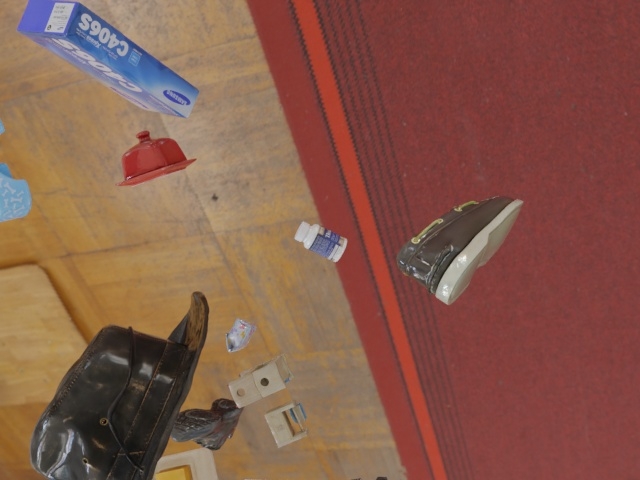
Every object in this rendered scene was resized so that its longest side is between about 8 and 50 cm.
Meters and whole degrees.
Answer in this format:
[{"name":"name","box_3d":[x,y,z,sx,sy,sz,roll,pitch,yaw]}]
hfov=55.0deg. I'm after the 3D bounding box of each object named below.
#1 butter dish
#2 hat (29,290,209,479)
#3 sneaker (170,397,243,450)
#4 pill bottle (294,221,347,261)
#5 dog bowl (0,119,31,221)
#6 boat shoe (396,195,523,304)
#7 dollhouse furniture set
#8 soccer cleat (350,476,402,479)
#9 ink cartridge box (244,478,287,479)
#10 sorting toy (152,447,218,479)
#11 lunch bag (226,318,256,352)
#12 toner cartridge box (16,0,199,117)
[{"name":"butter dish","box_3d":[-0.408,-0.206,1.480,0.160,0.160,0.118,-16,99,20]},{"name":"hat","box_3d":[-0.237,0.197,0.682,0.134,0.331,0.331,20,129,-16]},{"name":"sneaker","box_3d":[-0.313,0.533,1.722,0.109,0.286,0.130,12,93,29]},{"name":"pill bottle","box_3d":[0.000,0.000,1.529,0.120,0.067,0.067,26,127,-10]},{"name":"dog bowl","box_3d":[-0.731,-0.167,1.310,0.166,0.074,0.297,4,120,29]},{"name":"boat shoe","box_3d":[0.160,-0.009,0.674,0.069,0.228,0.081,30,123,21]},{"name":"dollhouse furniture set","box_3d":[-0.119,0.393,1.489,0.129,0.129,0.183,-25,86,6]},{"name":"soccer cleat","box_3d":[0.154,0.460,0.971,0.331,0.143,0.116,-7,169,26]},{"name":"ink cartridge box","box_3d":[-0.033,0.420,0.909,0.127,0.072,0.175,25,177,41]},{"name":"sorting toy","box_3d":[-0.265,0.466,1.031,0.208,0.038,0.192,-16,78,9]},{"name":"lunch bag","box_3d":[-0.206,0.242,1.553,0.053,0.071,0.083,27,86,10]},{"name":"toner cartridge box","box_3d":[-0.434,-0.375,1.299,0.165,0.075,0.348,18,174,33]}]
